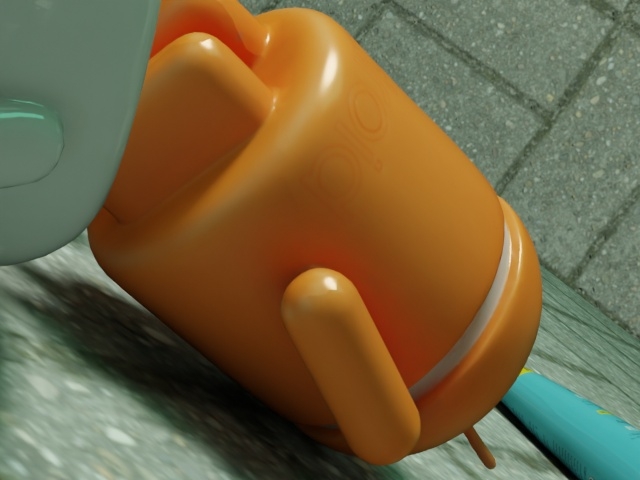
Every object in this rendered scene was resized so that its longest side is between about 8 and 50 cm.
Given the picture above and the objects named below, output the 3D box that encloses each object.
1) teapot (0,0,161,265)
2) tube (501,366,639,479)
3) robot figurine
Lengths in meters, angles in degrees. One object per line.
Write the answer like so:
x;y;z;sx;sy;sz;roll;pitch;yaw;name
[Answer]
-0.144;-0.111;0.409;0.187;0.252;0.256;6;-1;-17;teapot
0.158;0.118;0.928;0.080;0.052;0.207;44;-4;-35;tube
0.000;0.002;0.574;0.219;0.128;0.158;42;-15;-31;robot figurine
